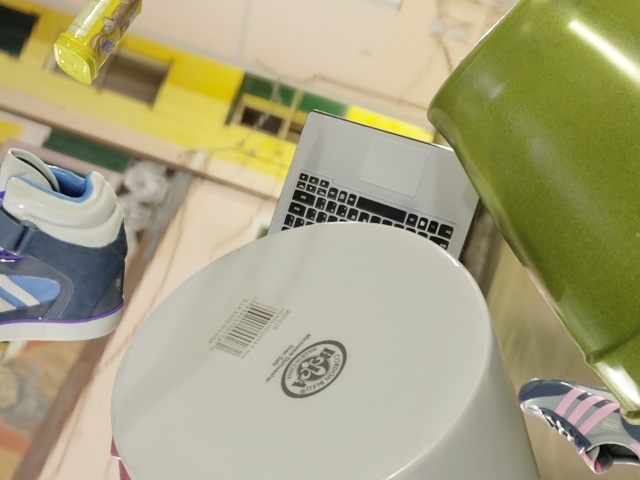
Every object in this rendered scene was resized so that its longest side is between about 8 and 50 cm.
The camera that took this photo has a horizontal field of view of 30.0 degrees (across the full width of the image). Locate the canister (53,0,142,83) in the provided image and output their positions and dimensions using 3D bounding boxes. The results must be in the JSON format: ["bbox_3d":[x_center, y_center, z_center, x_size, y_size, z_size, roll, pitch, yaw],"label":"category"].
[{"bbox_3d":[-0.382,-0.370,2.067,0.170,0.073,0.126,-58,-1,-16],"label":"canister"}]

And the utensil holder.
[{"bbox_3d":[0.034,0.224,1.017,0.327,0.327,0.385,-69,-30,-42],"label":"utensil holder"}]

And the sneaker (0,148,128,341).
[{"bbox_3d":[-0.388,-0.003,1.396,0.130,0.323,0.236,-93,4,-63],"label":"sneaker"}]

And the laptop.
[{"bbox_3d":[0.000,0.000,1.869,0.236,0.382,0.408,16,-86,-54],"label":"laptop"}]

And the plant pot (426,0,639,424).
[{"bbox_3d":[0.299,-0.079,1.128,0.366,0.353,0.366,-44,-5,-5],"label":"plant pot"}]

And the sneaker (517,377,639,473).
[{"bbox_3d":[0.447,0.318,2.001,0.319,0.112,0.131,5,59,48],"label":"sneaker"}]

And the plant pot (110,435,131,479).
[{"bbox_3d":[-0.174,0.324,1.536,0.201,0.201,0.180,92,-177,-82],"label":"plant pot"}]
